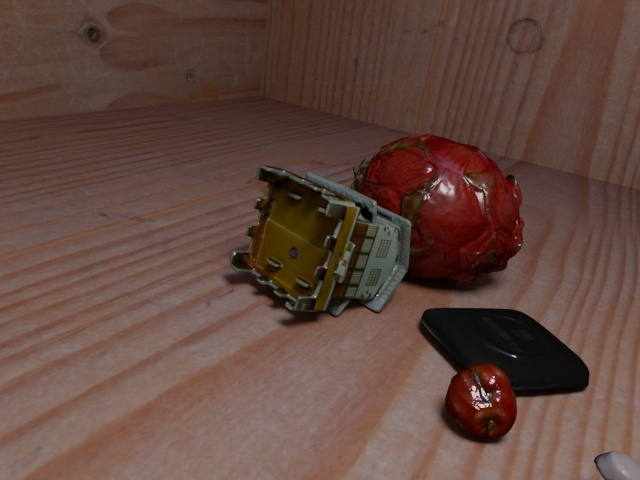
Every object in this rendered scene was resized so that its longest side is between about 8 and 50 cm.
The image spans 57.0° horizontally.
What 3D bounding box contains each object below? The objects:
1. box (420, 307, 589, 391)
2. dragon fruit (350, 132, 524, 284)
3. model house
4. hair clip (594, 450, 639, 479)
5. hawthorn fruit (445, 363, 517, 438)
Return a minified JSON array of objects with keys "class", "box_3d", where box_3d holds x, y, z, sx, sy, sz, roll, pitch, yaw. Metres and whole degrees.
[{"class":"box","box_3d":[0.276,0.158,0.898,0.201,0.042,0.212,2,23,-20]},{"class":"dragon fruit","box_3d":[0.217,-0.060,1.106,0.342,0.277,0.277,26,22,-3]},{"class":"model house","box_3d":[0.000,0.000,0.978,0.215,0.198,0.224,10,13,-47]},{"class":"hair clip","box_3d":[0.388,0.286,0.598,0.257,0.075,0.146,9,17,-13]},{"class":"hawthorn fruit","box_3d":[0.199,0.198,0.720,0.093,0.093,0.093,7,22,-3]}]
